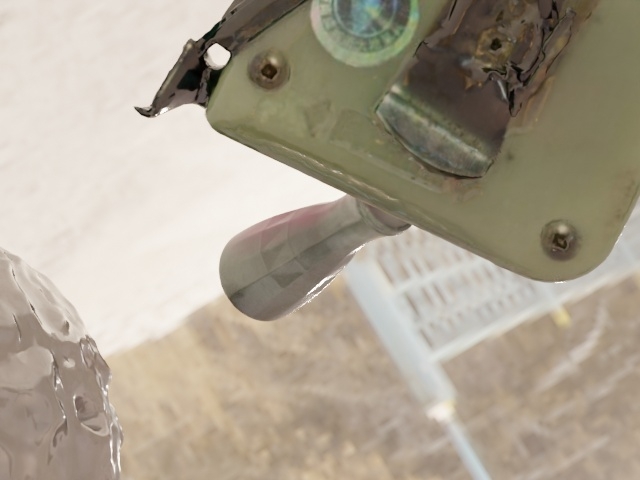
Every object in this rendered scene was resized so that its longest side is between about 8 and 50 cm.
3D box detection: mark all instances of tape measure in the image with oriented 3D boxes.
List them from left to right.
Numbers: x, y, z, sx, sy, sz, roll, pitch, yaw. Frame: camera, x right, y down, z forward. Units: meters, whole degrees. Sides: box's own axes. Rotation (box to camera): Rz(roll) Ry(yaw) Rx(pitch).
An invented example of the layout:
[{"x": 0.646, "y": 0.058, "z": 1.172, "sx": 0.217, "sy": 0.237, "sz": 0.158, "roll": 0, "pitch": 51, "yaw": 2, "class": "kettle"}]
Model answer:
[{"x": 0.060, "y": -0.105, "z": 0.895, "sx": 0.115, "sy": 0.235, "sz": 0.207, "roll": -60, "pitch": 175, "yaw": -78, "class": "tape measure"}]

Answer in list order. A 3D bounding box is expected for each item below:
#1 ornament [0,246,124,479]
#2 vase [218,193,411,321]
[{"x": -0.284, "y": 0.129, "z": 1.135, "sx": 0.337, "sy": 0.337, "sz": 0.337, "roll": -31, "pitch": 173, "yaw": -4, "class": "ornament"}, {"x": 0.000, "y": 0.000, "z": 1.614, "sx": 0.086, "sy": 0.086, "sz": 0.214, "roll": -26, "pitch": 177, "yaw": -38, "class": "vase"}]
